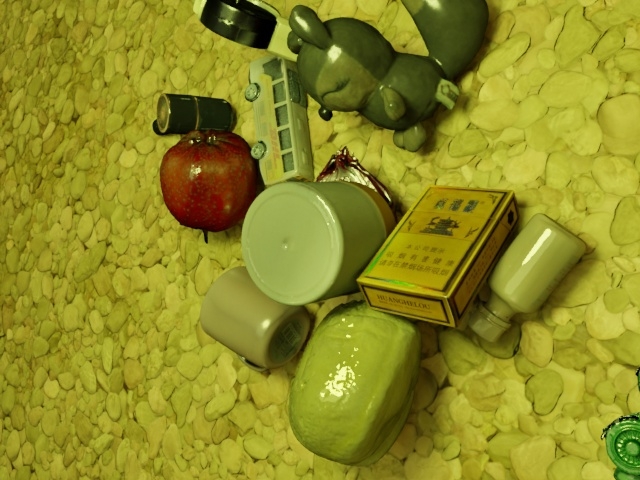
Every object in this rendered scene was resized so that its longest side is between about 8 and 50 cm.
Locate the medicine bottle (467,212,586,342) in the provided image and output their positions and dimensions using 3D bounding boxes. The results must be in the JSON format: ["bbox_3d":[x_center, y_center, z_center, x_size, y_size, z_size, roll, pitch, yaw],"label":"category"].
[{"bbox_3d":[0.374,0.077,1.219,0.114,0.114,0.252,44,107,33],"label":"medicine bottle"}]

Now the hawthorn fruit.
[{"bbox_3d":[-0.287,-0.127,1.678,0.254,0.254,0.300,35,131,35],"label":"hawthorn fruit"}]

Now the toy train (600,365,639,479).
[{"bbox_3d":[0.575,0.293,1.021,0.202,0.145,0.266,28,100,33],"label":"toy train"}]

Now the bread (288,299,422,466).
[{"bbox_3d":[0.063,0.277,1.300,0.237,0.320,0.320,15,92,17],"label":"bread"}]

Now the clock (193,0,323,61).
[{"bbox_3d":[-0.108,-0.506,1.556,0.120,0.379,0.276,-63,29,24],"label":"clock"}]

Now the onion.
[{"bbox_3d":[0.078,-0.066,1.448,0.227,0.120,0.283,0,94,30],"label":"onion"}]

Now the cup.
[{"bbox_3d":[-0.148,0.214,1.555,0.200,0.191,0.253,28,129,33],"label":"cup"}]

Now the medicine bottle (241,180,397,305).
[{"bbox_3d":[0.000,0.000,1.296,0.238,0.232,0.238,3,95,34],"label":"medicine bottle"}]

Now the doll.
[{"bbox_3d":[0.122,-0.415,1.387,0.378,0.382,0.252,-60,13,-7],"label":"doll"}]

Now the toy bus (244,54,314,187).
[{"bbox_3d":[-0.104,-0.299,1.641,0.138,0.097,0.342,-14,75,32],"label":"toy bus"}]

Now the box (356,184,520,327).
[{"bbox_3d":[0.231,0.017,1.243,0.193,0.084,0.301,9,46,38],"label":"box"}]

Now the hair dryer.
[{"bbox_3d":[-0.399,-0.340,1.861,0.352,0.189,0.107,4,95,59],"label":"hair dryer"}]
